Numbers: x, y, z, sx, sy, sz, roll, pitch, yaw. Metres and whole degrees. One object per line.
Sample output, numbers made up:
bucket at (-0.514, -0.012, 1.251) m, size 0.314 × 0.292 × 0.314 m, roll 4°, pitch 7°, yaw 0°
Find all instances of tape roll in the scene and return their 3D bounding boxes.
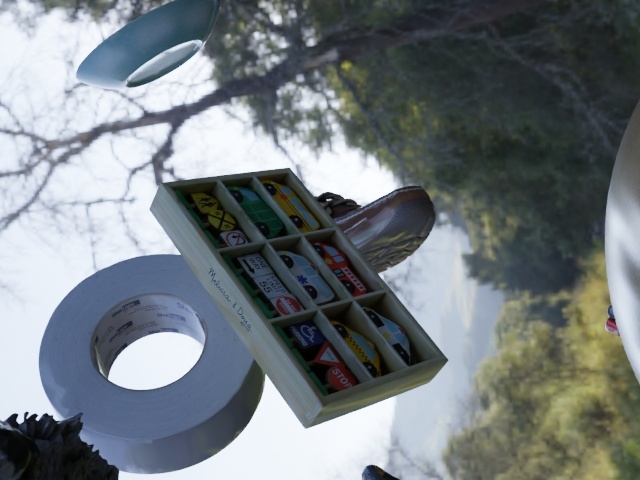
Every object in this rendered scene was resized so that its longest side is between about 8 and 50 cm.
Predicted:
tape roll at (-0.166, 0.119, 0.993) m, size 0.072 × 0.219 × 0.219 m, roll 84°, pitch -172°, yaw -50°

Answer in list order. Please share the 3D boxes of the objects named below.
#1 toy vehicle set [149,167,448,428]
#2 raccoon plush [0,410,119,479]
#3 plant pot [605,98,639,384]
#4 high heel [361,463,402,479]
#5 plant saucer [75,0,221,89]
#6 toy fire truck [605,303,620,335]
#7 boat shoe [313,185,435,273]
toy vehicle set at (-0.022, 0.041, 0.920) m, size 0.166 × 0.035 × 0.267 m, roll -12°, pitch -126°, yaw -44°
raccoon plush at (-0.203, 0.298, 0.484) m, size 0.299 × 0.446 × 0.216 m, roll 55°, pitch 180°, yaw 36°
plant pot at (0.212, 0.008, 0.388) m, size 0.254 × 0.237 × 0.237 m, roll -24°, pitch -73°, yaw -60°
high heel at (0.104, 0.366, 1.234) m, size 0.186 × 0.093 × 0.261 m, roll 58°, pitch 170°, yaw 13°
plant saucer at (-0.193, -0.222, 1.164) m, size 0.037 × 0.195 × 0.195 m, roll 60°, pitch -166°, yaw 1°
toy fire truck at (0.464, 0.055, 1.272) m, size 0.192 × 0.135 × 0.047 m, roll -65°, pitch -25°, yaw -2°
boat shoe at (0.000, 0.000, 1.169) m, size 0.123 × 0.324 × 0.116 m, roll -3°, pitch -110°, yaw -44°
